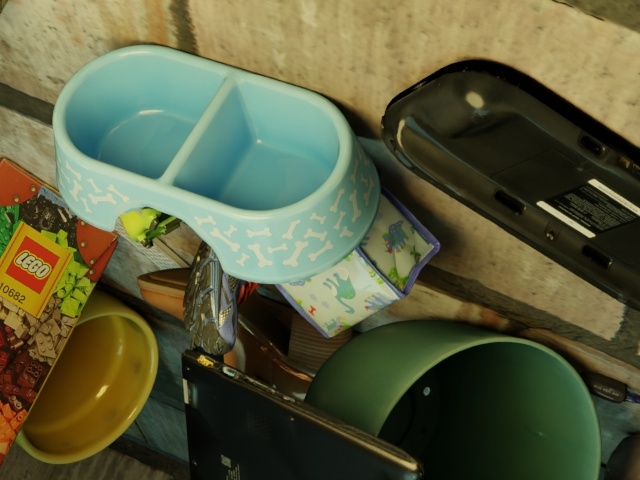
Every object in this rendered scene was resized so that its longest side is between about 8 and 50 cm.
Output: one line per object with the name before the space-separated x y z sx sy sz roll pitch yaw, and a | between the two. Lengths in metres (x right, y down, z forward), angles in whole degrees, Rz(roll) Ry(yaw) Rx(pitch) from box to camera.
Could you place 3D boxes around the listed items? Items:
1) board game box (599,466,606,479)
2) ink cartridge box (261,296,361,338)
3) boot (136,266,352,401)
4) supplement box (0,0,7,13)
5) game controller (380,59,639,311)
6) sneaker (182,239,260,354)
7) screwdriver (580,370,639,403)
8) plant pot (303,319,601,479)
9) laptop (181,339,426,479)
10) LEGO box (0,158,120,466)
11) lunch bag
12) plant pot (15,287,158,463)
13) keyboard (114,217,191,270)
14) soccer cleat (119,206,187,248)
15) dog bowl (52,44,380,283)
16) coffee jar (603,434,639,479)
board game box | 0.286 0.331 2.119 0.303 0.098 0.224 25 163 6
ink cartridge box | -0.015 0.162 2.054 0.234 0.088 0.193 19 161 18
boot | -0.099 0.156 1.933 0.283 0.220 0.109 13 -160 12
supplement box | -0.316 -0.208 1.386 0.083 0.083 0.056 26 164 -5
game controller | 0.201 -0.032 1.244 0.319 0.067 0.166 30 148 -17
sneaker | -0.071 0.012 1.517 0.087 0.221 0.083 16 142 -9
screwdriver | 0.349 0.170 1.694 0.169 0.025 0.024 16 162 0
plant pot | 0.111 0.214 1.730 0.293 0.293 0.235 36 174 -30
laptop | -0.014 0.220 1.637 0.407 0.236 0.382 23 133 28
LEGO box | -0.523 0.107 2.125 0.193 0.373 0.500 35 160 -29
lunch bag | 0.008 -0.005 1.456 0.151 0.096 0.129 44 140 -10
plant pot | -0.406 0.161 2.379 0.239 0.254 0.254 31 169 37
keyboard | -0.191 0.030 2.039 0.072 0.014 0.256 12 158 37
soccer cleat | -0.188 -0.078 1.636 0.121 0.093 0.289 53 175 16
dog bowl | -0.096 -0.073 1.361 0.297 0.166 0.074 19 151 22
coffee jar | 0.417 0.293 1.845 0.184 0.079 0.096 32 163 -21
